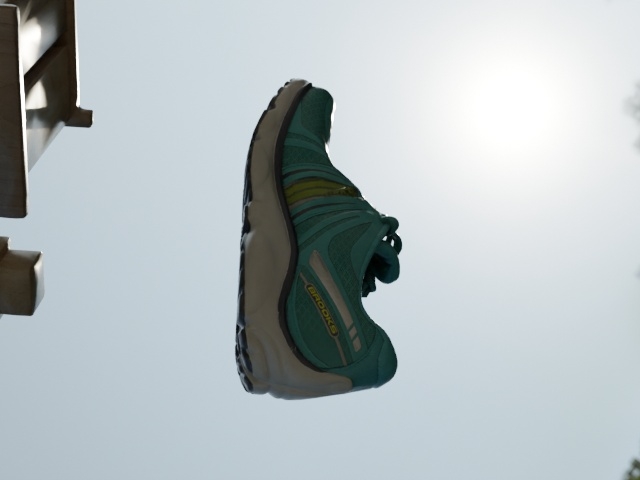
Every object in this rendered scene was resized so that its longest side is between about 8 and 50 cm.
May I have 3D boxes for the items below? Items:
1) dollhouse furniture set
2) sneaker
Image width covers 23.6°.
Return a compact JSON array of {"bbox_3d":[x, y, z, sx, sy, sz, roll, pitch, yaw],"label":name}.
[{"bbox_3d":[-0.254,-0.167,1.065,0.173,0.355,0.303,4,-158,4],"label":"dollhouse furniture set"},{"bbox_3d":[0.000,0.000,1.029,0.110,0.107,0.275,3,-134,-3],"label":"sneaker"}]
